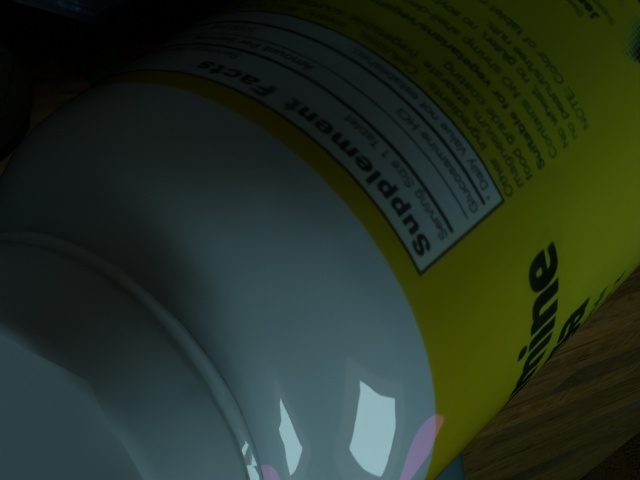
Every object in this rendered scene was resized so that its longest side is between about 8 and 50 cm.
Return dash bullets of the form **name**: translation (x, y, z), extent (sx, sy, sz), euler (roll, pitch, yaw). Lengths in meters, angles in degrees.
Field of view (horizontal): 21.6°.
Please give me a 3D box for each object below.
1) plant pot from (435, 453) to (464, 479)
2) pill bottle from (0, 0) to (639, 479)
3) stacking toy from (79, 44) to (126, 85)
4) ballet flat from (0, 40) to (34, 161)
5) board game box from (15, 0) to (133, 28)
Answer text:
- **plant pot**: translation (-0.003, 0.222, 1.305), extent (0.293, 0.196, 0.293), euler (-30, 162, -11)
- **pill bottle**: translation (0.000, 0.000, 0.633), extent (0.334, 0.188, 0.188), euler (-39, 169, -41)
- **stacking toy**: translation (-0.135, 0.008, 0.758), extent (0.167, 0.052, 0.221), euler (-32, 161, -6)
- **ballet flat**: translation (-0.200, -0.011, 0.601), extent (0.213, 0.072, 0.068), euler (-37, 135, 7)
- **board game box**: translation (-0.083, -0.147, 0.437), extent (0.165, 0.042, 0.243), euler (-47, 159, 17)
